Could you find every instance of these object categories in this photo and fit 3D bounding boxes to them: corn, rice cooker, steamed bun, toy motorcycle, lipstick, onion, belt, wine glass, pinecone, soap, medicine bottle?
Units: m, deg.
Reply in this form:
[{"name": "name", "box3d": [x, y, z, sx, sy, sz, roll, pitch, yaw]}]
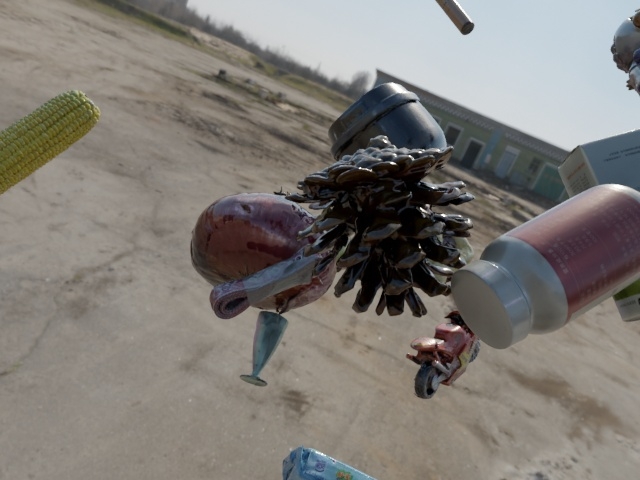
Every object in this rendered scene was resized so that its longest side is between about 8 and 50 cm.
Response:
[{"name": "corn", "box3d": [-0.479, -0.158, 0.849, 0.081, 0.248, 0.081, 37, -23, 19]}, {"name": "rice cooker", "box3d": [0.164, -0.230, 1.248, 0.224, 0.267, 0.267, 58, 23, 9]}, {"name": "steamed bun", "box3d": [0.256, 0.044, 1.208, 0.172, 0.141, 0.155, 40, 45, -4]}, {"name": "toy motorcycle", "box3d": [0.313, 0.268, 1.268, 0.089, 0.171, 0.298, 14, 23, 41]}, {"name": "lipstick", "box3d": [0.157, -0.287, 0.629, 0.019, 0.019, 0.094, 9, 48, -44]}, {"name": "onion", "box3d": [-0.121, 0.004, 1.206, 0.348, 0.347, 0.285, 22, 56, -8]}, {"name": "belt", "box3d": [-0.102, 0.083, 1.000, 0.232, 0.071, 0.053, -25, 33, -11]}, {"name": "wine glass", "box3d": [-0.126, 0.238, 1.143, 0.073, 0.073, 0.155, 22, 59, -7]}, {"name": "pinecone", "box3d": [0.092, -0.013, 0.712, 0.264, 0.264, 0.264, 22, 15, -6]}, {"name": "soap", "box3d": [0.048, 0.584, 1.203, 0.293, 0.156, 0.077, 24, 48, 2]}, {"name": "medicine bottle", "box3d": [0.295, 0.030, 0.641, 0.250, 0.131, 0.131, -26, 36, -16]}]

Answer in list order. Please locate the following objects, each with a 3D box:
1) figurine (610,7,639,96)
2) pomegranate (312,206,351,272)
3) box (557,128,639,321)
[{"name": "figurine", "box3d": [0.754, -0.410, 1.193, 0.194, 0.274, 0.133, 20, -27, -41]}, {"name": "pomegranate", "box3d": [0.016, 0.007, 1.662, 0.204, 0.277, 0.222, 40, 46, -23]}, {"name": "box", "box3d": [0.561, -0.037, 0.861, 0.200, 0.299, 0.106, -15, -18, -2]}]
